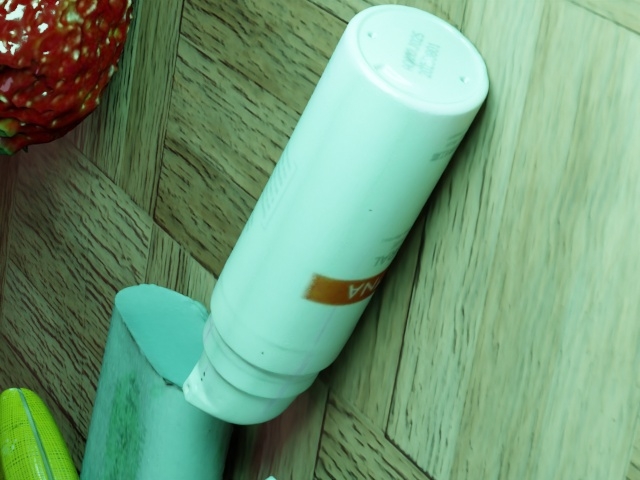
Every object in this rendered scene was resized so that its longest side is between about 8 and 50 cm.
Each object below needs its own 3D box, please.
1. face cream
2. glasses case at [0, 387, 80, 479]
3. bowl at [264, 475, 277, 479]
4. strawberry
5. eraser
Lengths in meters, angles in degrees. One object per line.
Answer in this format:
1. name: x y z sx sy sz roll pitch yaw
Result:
1. face cream: 0.000 0.000 1.314 0.345 0.102 0.102 -63 39 43
2. glasses case: -0.226 0.216 1.614 0.234 0.064 0.079 -117 36 -45
3. bowl: -0.032 0.220 1.366 0.086 0.189 0.189 -47 33 -6
4. strawberry: -0.271 -0.232 1.688 0.257 0.257 0.277 9 69 61
5. eraser: -0.133 0.173 1.587 0.174 0.081 0.227 -127 45 -54
